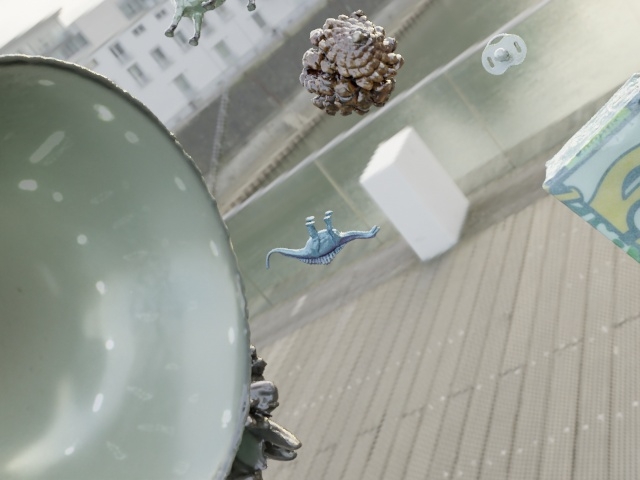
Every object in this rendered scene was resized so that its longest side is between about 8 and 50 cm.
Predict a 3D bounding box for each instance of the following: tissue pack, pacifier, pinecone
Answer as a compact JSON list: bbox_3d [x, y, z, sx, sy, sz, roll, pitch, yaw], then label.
[{"bbox_3d":[0.561,-0.093,1.445,0.228,0.311,0.128,-49,6,31],"label":"tissue pack"},{"bbox_3d":[0.326,-0.338,1.564,0.083,0.068,0.064,-27,-1,22],"label":"pacifier"},{"bbox_3d":[0.042,-0.268,1.377,0.173,0.173,0.173,-37,14,11],"label":"pinecone"}]

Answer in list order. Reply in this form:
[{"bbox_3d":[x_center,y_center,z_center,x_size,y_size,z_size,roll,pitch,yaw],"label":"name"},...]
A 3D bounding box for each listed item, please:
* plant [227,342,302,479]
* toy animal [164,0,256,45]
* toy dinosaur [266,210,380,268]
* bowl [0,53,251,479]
[{"bbox_3d":[-0.162,0.245,1.282,0.194,0.181,0.321,-16,27,-18],"label":"plant"},{"bbox_3d":[-0.198,-0.416,1.448,0.217,0.073,0.176,-19,57,32],"label":"toy animal"},{"bbox_3d":[0.000,0.000,1.417,0.197,0.080,0.045,-17,19,4],"label":"toy dinosaur"},{"bbox_3d":[-0.207,0.059,0.587,0.157,0.337,0.337,-12,27,31],"label":"bowl"}]
